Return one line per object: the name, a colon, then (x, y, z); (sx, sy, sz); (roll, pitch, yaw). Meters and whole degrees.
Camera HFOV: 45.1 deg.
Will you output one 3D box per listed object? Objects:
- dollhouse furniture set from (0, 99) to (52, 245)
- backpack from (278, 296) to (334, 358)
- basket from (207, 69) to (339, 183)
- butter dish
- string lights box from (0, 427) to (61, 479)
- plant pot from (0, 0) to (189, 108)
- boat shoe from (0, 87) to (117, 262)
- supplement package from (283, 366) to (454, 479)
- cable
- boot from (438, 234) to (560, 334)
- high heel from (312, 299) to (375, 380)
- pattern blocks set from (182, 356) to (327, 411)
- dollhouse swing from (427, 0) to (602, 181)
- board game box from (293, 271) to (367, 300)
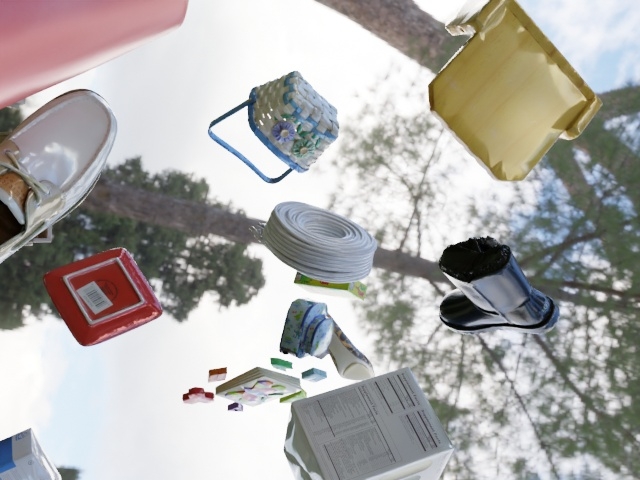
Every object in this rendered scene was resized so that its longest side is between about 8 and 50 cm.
dollhouse furniture set: (-0.667, -0.139, 1.362); (0.174, 0.356, 0.303); (3, -87, 28)
backpack: (-0.022, 0.177, 1.562); (0.084, 0.105, 0.114); (13, -81, 27)
basket: (-0.116, -0.286, 2.002); (0.289, 0.255, 0.201); (-29, -140, 34)
butter dish: (-0.380, 0.116, 1.332); (0.160, 0.160, 0.118); (54, -38, 19)
string lights box: (-0.590, 0.439, 1.309); (0.077, 0.260, 0.133); (-131, -158, -57)
plant pot: (-0.263, -0.256, 0.677); (0.275, 0.243, 0.274); (49, -30, 42)
boat shoe: (-0.334, -0.049, 0.842); (0.302, 0.113, 0.103); (-51, -166, -12)
supplement package: (0.088, 0.416, 1.539); (0.199, 0.263, 0.198); (100, -30, -47)
cable: (0.000, 0.000, 1.722); (0.257, 0.257, 0.089); (46, -55, 48)
boot: (0.263, 0.075, 1.326); (0.247, 0.207, 0.094); (-1, -127, 49)
high heel: (0.058, 0.272, 2.099); (0.093, 0.261, 0.186); (-35, -138, 23)
pattern blocks set: (-0.154, 0.356, 1.854); (0.325, 0.286, 0.026); (-39, -136, 43)
dollhouse swing: (0.392, -0.333, 1.753); (0.305, 0.347, 0.315); (-46, -166, 4)
board game box: (0.026, 0.122, 2.108); (0.181, 0.092, 0.043); (5, -108, 35)
